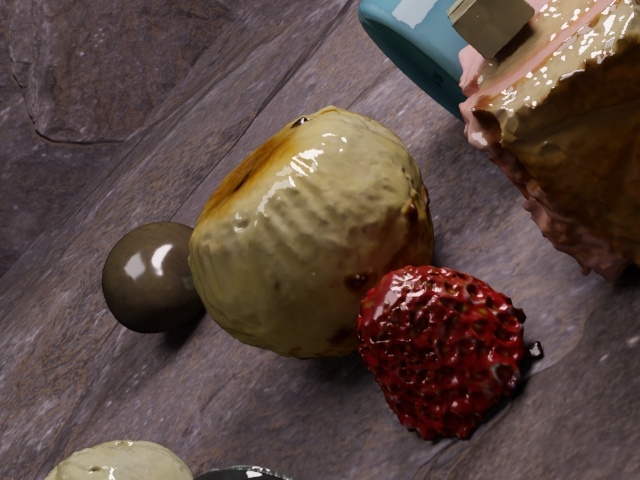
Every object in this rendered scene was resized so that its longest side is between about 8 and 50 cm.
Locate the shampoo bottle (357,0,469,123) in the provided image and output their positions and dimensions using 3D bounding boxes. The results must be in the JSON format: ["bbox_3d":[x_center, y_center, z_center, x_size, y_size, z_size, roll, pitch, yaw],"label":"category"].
[{"bbox_3d":[0.282,-0.379,1.658,0.342,0.331,0.331,-50,24,1],"label":"shampoo bottle"}]

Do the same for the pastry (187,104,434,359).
[{"bbox_3d":[0.000,0.000,1.585,0.389,0.312,0.388,-37,15,12],"label":"pastry"}]

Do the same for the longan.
[{"bbox_3d":[-0.319,0.074,2.116,0.248,0.248,0.248,-37,26,22],"label":"longan"}]

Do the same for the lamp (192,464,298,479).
[{"bbox_3d":[-0.101,0.413,1.272,0.374,0.205,0.272,-43,23,18],"label":"lamp"}]

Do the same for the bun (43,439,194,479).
[{"bbox_3d":[-0.320,0.440,1.460,0.349,0.227,0.352,176,115,-85],"label":"bun"}]

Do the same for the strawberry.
[{"bbox_3d":[0.132,0.125,1.334,0.234,0.178,0.233,-32,40,32],"label":"strawberry"}]

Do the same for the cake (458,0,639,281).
[{"bbox_3d":[0.342,-0.158,1.262,0.293,0.314,0.306,-37,28,26],"label":"cake"}]

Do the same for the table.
[{"bbox_3d":[0.197,-0.267,1.248,0.079,0.062,0.083,-45,16,16],"label":"table"}]
